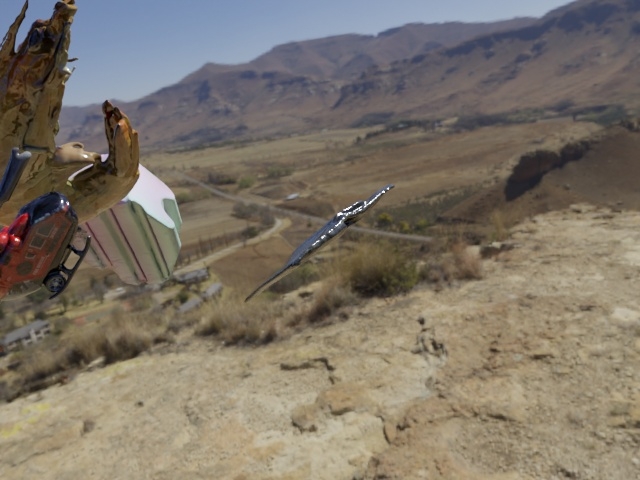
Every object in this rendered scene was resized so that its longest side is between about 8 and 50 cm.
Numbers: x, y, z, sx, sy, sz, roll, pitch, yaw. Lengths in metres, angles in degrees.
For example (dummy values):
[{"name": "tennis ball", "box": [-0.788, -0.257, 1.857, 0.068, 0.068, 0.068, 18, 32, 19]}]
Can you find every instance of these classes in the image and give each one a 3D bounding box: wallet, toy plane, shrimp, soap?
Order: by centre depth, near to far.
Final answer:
[{"name": "toy plane", "box": [-0.192, 0.020, 0.342, 0.037, 0.145, 0.060, 30, -1, 39]}, {"name": "shrimp", "box": [-0.230, -0.090, 0.491, 0.150, 0.249, 0.068, -9, 57, -32]}, {"name": "soap", "box": [-0.368, -0.026, 1.072, 0.193, 0.109, 0.324, -4, -29, -6]}, {"name": "wallet", "box": [0.000, 0.000, 1.126, 0.323, 0.041, 0.247, -42, 1, -36]}]
